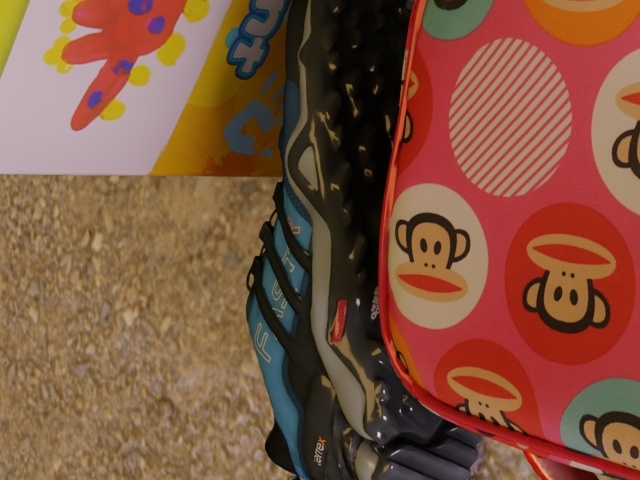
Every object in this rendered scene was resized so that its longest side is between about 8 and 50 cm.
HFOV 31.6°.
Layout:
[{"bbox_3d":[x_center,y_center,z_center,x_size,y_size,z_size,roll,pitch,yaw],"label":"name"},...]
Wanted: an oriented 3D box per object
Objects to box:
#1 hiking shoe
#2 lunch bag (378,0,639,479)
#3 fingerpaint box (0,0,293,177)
[{"bbox_3d":[0.000,0.000,0.640,0.132,0.113,0.304,-6,87,44],"label":"hiking shoe"},{"bbox_3d":[0.156,0.006,0.452,0.293,0.120,0.258,15,103,44],"label":"lunch bag"},{"bbox_3d":[-0.108,-0.259,0.562,0.163,0.371,0.445,42,120,34],"label":"fingerpaint box"}]
